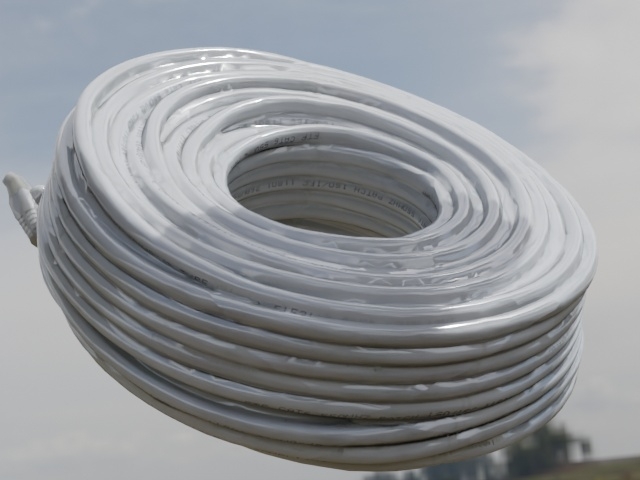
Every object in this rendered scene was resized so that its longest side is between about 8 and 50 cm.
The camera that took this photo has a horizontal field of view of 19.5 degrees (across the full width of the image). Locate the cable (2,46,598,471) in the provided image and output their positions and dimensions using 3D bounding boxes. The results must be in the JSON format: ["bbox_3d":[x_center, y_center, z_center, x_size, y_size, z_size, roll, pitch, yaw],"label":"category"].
[{"bbox_3d":[0.000,0.000,0.851,0.257,0.089,0.257,0,31,-22],"label":"cable"}]
